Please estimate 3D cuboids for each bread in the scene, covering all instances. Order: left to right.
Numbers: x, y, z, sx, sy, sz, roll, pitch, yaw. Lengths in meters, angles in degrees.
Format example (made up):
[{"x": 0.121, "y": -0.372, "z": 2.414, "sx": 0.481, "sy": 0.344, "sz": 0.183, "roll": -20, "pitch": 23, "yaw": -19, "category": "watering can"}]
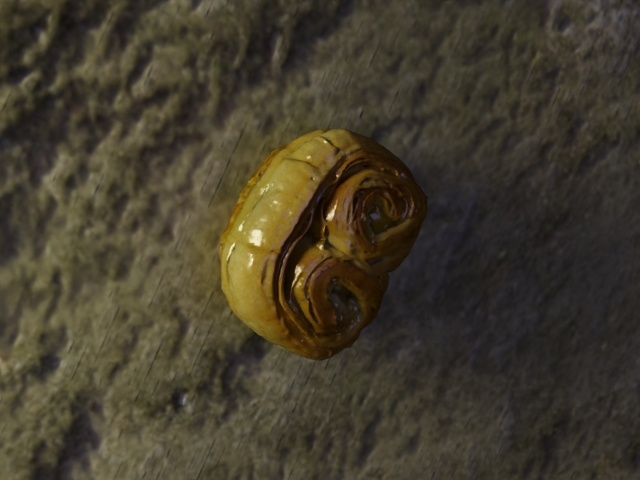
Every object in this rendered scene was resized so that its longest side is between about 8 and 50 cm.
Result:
[{"x": -0.002, "y": -0.001, "z": 1.793, "sx": 0.198, "sy": 0.120, "sz": 0.236, "roll": 35, "pitch": 83, "yaw": -34, "category": "bread"}]
